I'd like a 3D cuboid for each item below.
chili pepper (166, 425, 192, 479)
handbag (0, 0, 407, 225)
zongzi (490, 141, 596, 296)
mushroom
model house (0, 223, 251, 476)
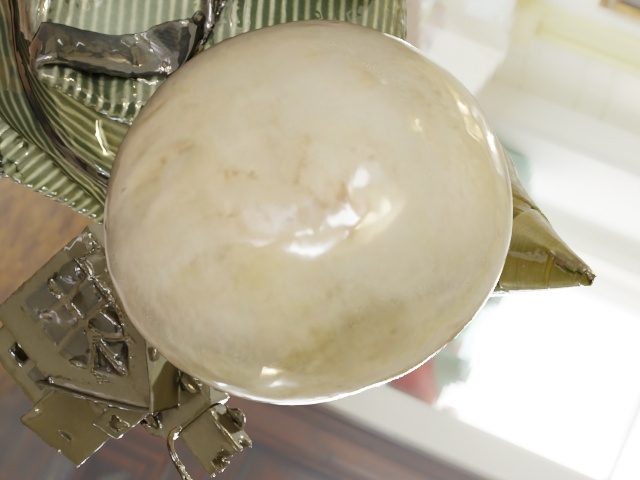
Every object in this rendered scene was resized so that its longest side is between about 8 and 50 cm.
[{"bbox_3d":[-0.086,0.282,1.277,0.059,0.050,0.268,23,45,-75],"label":"chili pepper"},{"bbox_3d":[-0.099,-0.170,0.964,0.247,0.240,0.340,-13,-108,52],"label":"handbag"},{"bbox_3d":[0.140,-0.019,1.091,0.160,0.176,0.078,-56,129,-39],"label":"zongzi"},{"bbox_3d":[0.003,-0.015,0.793,0.209,0.206,0.206,4,110,-59],"label":"mushroom"},{"bbox_3d":[-0.178,0.134,1.473,0.204,0.243,0.211,-42,171,11],"label":"model house"}]
